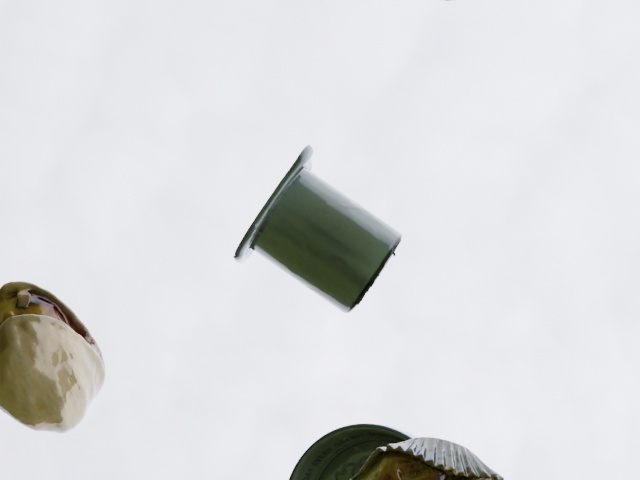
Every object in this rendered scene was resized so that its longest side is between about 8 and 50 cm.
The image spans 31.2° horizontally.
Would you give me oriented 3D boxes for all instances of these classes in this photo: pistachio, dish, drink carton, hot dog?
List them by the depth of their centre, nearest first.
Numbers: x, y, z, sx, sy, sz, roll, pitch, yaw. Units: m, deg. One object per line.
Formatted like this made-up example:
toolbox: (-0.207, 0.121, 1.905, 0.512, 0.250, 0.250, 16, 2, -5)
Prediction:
hot dog: (0.068, 0.303, 1.136, 0.162, 0.082, 0.270, 32, -65, -15)
pistachio: (-0.377, 0.159, 1.536, 0.157, 0.157, 0.229, 23, -38, 33)
dish: (0.096, 0.381, 1.554, 0.273, 0.134, 0.273, -2, -94, 31)
drink carton: (0.000, 0.000, 1.647, 0.189, 0.185, 0.191, 35, -97, -2)
